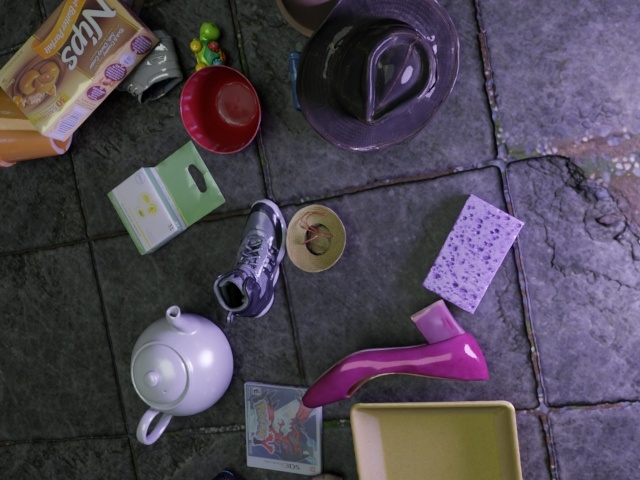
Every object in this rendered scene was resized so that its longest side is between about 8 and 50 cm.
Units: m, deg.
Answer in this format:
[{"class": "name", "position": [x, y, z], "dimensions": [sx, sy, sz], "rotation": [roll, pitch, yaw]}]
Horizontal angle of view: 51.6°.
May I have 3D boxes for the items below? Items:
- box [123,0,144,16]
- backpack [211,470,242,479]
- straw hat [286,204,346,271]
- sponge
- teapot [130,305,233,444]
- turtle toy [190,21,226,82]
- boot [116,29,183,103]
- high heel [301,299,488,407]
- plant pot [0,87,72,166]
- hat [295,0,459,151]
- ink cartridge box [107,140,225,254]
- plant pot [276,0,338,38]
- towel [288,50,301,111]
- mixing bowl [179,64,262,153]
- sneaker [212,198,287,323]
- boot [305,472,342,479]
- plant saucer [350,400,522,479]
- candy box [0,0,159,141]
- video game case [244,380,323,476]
[{"class": "box", "position": [-0.384, -0.651, 1.457], "dimensions": [0.063, 0.067, 0.324], "rotation": [32, 105, 13]}, {"class": "backpack", "position": [-0.230, 0.658, 1.518], "dimensions": [0.166, 0.144, 0.188], "rotation": [36, 110, 7]}, {"class": "straw hat", "position": [0.000, 0.000, 1.400], "dimensions": [0.144, 0.061, 0.144], "rotation": [-5, 78, 21]}, {"class": "sponge", "position": [0.300, 0.027, 1.312], "dimensions": [0.117, 0.031, 0.210], "rotation": [29, 104, 14]}, {"class": "teapot", "position": [-0.333, 0.294, 1.486], "dimensions": [0.252, 0.187, 0.256], "rotation": [-27, 88, 21]}, {"class": "turtle toy", "position": [-0.240, -0.404, 1.428], "dimensions": [0.066, 0.095, 0.130], "rotation": [-12, 93, -1]}, {"class": "boot", "position": [-0.431, -0.362, 1.490], "dimensions": [0.258, 0.095, 0.123], "rotation": [-22, 82, 19]}, {"class": "high heel", "position": [0.143, 0.289, 1.342], "dimensions": [0.377, 0.127, 0.181], "rotation": [-36, 73, 16]}, {"class": "plant pot", "position": [-0.699, -0.271, 1.557], "dimensions": [0.188, 0.205, 0.205], "rotation": [4, 98, 3]}, {"class": "hat", "position": [0.121, -0.295, 1.216], "dimensions": [0.331, 0.134, 0.331], "rotation": [-5, 120, -9]}, {"class": "ink cartridge box", "position": [-0.356, -0.097, 1.520], "dimensions": [0.235, 0.056, 0.171], "rotation": [-32, 85, 22]}, {"class": "plant pot", "position": [0.007, -0.517, 1.248], "dimensions": [0.263, 0.229, 0.263], "rotation": [2, 97, 18]}, {"class": "towel", "position": [-0.039, -0.328, 1.371], "dimensions": [0.029, 0.067, 0.119], "rotation": [-4, 95, 22]}, {"class": "mixing bowl", "position": [-0.196, -0.284, 1.407], "dimensions": [0.181, 0.098, 0.181], "rotation": [5, 110, 14]}, {"class": "sneaker", "position": [-0.149, 0.048, 1.409], "dimensions": [0.101, 0.153, 0.268], "rotation": [12, 100, 18]}, {"class": "boot", "position": [0.011, 0.567, 1.474], "dimensions": [0.087, 0.042, 0.118], "rotation": [-1, 120, 3]}, {"class": "plant saucer", "position": [0.246, 0.481, 1.359], "dimensions": [0.333, 0.081, 0.332], "rotation": [-6, 94, 20]}, {"class": "candy box", "position": [-0.524, -0.390, 1.424], "dimensions": [0.316, 0.087, 0.183], "rotation": [-44, 80, 6]}, {"class": "video game case", "position": [-0.084, 0.425, 1.499], "dimensions": [0.183, 0.023, 0.201], "rotation": [1, 97, 19]}]
